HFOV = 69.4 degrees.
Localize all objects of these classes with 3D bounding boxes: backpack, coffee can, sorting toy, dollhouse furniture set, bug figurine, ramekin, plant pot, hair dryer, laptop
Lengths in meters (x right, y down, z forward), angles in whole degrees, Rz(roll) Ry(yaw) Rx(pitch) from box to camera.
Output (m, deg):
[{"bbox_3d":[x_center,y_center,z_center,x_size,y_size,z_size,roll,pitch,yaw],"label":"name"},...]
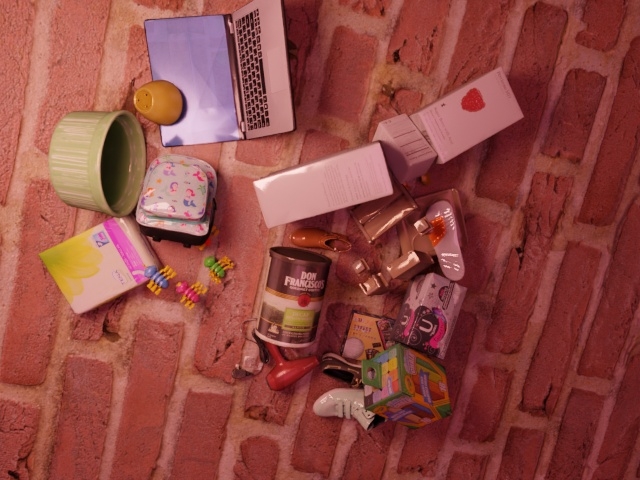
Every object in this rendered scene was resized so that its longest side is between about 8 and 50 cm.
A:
[{"bbox_3d":[-0.420,-0.134,1.381,0.225,0.191,0.253,11,62,-10],"label":"backpack"},{"bbox_3d":[-0.088,0.175,1.480,0.201,0.201,0.275,10,98,-8],"label":"coffee can"},{"bbox_3d":[0.364,-0.097,1.576,0.229,0.041,0.307,-15,100,0],"label":"sorting toy"},{"bbox_3d":[0.208,-0.036,1.555,0.303,0.174,0.355,-37,69,19],"label":"dollhouse furniture set"},{"bbox_3d":[-0.413,0.083,1.460,0.279,0.072,0.216,-49,116,-27],"label":"bug figurine"},{"bbox_3d":[-0.625,-0.222,1.310,0.148,0.303,0.303,7,98,0],"label":"ramekin"},{"bbox_3d":[-0.493,-0.410,1.368,0.134,0.095,0.134,4,103,18],"label":"plant pot"},{"bbox_3d":[-0.147,0.400,1.570,0.293,0.080,0.224,14,96,-9],"label":"hair dryer"},{"bbox_3d":[-0.297,-0.485,1.341,0.236,0.408,0.382,-14,103,-39],"label":"laptop"}]

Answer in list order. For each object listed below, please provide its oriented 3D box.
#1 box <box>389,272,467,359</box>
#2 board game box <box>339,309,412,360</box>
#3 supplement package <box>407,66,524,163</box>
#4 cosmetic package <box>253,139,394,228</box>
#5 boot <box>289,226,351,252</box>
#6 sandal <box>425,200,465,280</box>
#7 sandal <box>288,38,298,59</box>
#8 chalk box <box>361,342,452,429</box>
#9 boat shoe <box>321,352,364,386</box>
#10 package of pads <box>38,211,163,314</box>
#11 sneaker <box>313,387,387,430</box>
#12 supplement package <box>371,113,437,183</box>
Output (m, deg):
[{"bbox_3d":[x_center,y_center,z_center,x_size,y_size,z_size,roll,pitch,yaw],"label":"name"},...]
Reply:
[{"bbox_3d":[0.354,0.244,1.535,0.142,0.163,0.247,23,80,-10],"label":"box"},{"bbox_3d":[0.207,0.349,1.623,0.243,0.042,0.165,15,97,-9],"label":"board game box"},{"bbox_3d":[0.445,-0.388,1.466,0.293,0.175,0.177,-30,100,-2],"label":"supplement package"},{"bbox_3d":[0.016,-0.173,1.388,0.385,0.217,0.156,-16,102,13],"label":"cosmetic package"},{"bbox_3d":[0.000,0.000,1.486,0.197,0.152,0.073,-1,99,-7],"label":"boot"},{"bbox_3d":[0.420,0.000,1.534,0.102,0.076,0.265,-13,91,31],"label":"sandal"},{"bbox_3d":[-0.150,-0.626,1.427,0.180,0.049,0.072,32,100,-25],"label":"sandal"},{"bbox_3d":[0.259,0.471,1.521,0.289,0.180,0.179,30,130,-24],"label":"chalk box"},{"bbox_3d":[0.105,0.470,1.604,0.227,0.069,0.081,25,125,-7],"label":"boat shoe"},{"bbox_3d":[-0.674,0.072,1.445,0.296,0.101,0.229,-26,100,-1],"label":"package of pads"},{"bbox_3d":[0.106,0.586,1.588,0.256,0.151,0.094,-10,113,-4],"label":"sneaker"},{"bbox_3d":[0.259,-0.287,1.448,0.105,0.105,0.179,-24,70,-21],"label":"supplement package"}]
